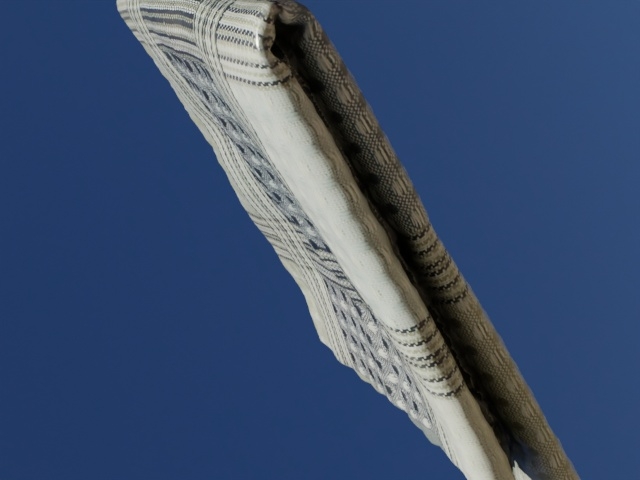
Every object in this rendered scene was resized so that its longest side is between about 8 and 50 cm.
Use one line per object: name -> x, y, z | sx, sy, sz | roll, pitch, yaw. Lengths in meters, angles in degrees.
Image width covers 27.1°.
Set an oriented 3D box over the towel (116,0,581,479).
towel -> 0.000, 0.000, 0.744 | 0.056, 0.312, 0.324 | -36, -67, -10
